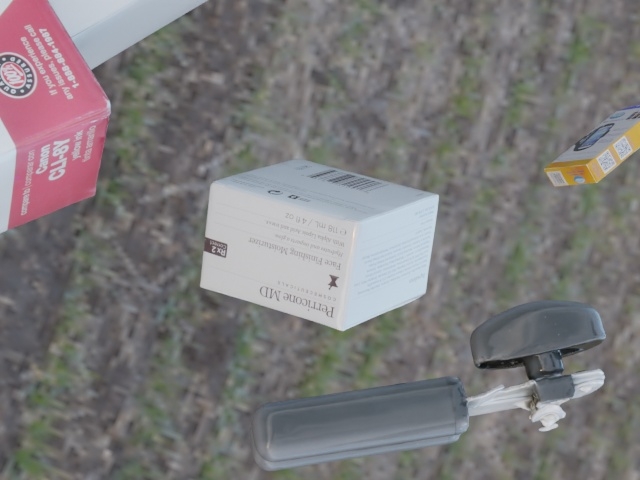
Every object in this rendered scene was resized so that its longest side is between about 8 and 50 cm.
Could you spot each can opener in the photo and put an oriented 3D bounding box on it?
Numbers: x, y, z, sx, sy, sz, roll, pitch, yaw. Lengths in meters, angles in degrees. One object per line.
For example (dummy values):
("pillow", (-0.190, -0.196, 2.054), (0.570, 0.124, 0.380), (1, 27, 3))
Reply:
("can opener", (0.082, 0.116, 1.361), (0.074, 0.280, 0.093), (103, -26, -70))

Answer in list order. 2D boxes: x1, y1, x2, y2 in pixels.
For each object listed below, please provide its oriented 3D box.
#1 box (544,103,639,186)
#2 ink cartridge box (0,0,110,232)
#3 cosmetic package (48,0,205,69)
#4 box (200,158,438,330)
("box", (0.318, -0.107, 1.954), (0.136, 0.081, 0.028), (-36, 104, -23))
("ink cartridge box", (-0.413, -0.112, 1.502), (0.385, 0.279, 0.160), (-25, 162, -23))
("cosmetic package", (-0.120, -0.317, 1.691), (0.366, 0.155, 0.197), (-30, 179, -7))
("box", (0.000, 0.000, 1.870), (0.182, 0.181, 0.119), (-20, 121, -57))
